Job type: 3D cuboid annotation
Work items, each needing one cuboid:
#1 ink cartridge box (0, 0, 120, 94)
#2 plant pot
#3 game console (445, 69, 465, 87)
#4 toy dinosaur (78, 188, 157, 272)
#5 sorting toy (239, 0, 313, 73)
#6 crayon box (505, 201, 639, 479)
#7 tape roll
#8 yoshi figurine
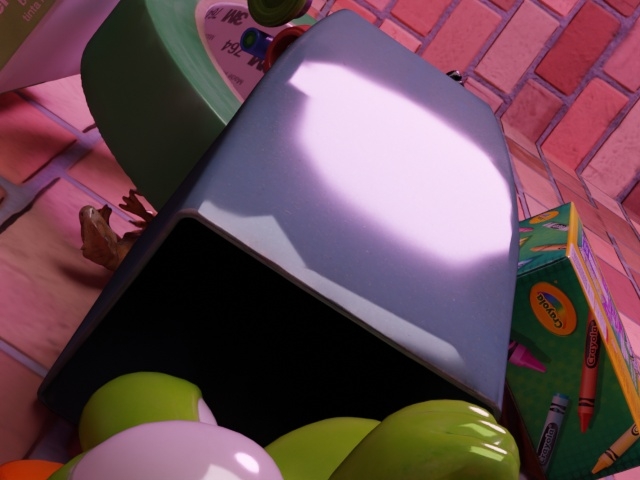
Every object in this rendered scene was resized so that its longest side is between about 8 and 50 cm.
[{"bbox_3d":[-0.265,-0.241,1.022,0.273,0.115,0.198,43,18,1],"label":"ink cartridge box"},{"bbox_3d":[0.000,0.000,0.739,0.165,0.165,0.234,33,43,-11],"label":"plant pot"},{"bbox_3d":[0.038,-0.062,0.879,0.107,0.071,0.122,67,-21,-1],"label":"game console"},{"bbox_3d":[-0.084,0.017,0.932,0.211,0.064,0.112,18,35,-41],"label":"toy dinosaur"},{"bbox_3d":[-0.017,-0.136,0.950,0.042,0.061,0.102,18,56,-48],"label":"sorting toy"},{"bbox_3d":[0.198,0.076,1.171,0.278,0.081,0.165,-42,110,-76],"label":"crayon box"},{"bbox_3d":[-0.013,-0.061,1.004,0.321,0.077,0.321,36,23,-18],"label":"tape roll"},{"bbox_3d":[0.008,0.150,0.459,0.203,0.203,0.362,47,6,-27],"label":"yoshi figurine"}]
